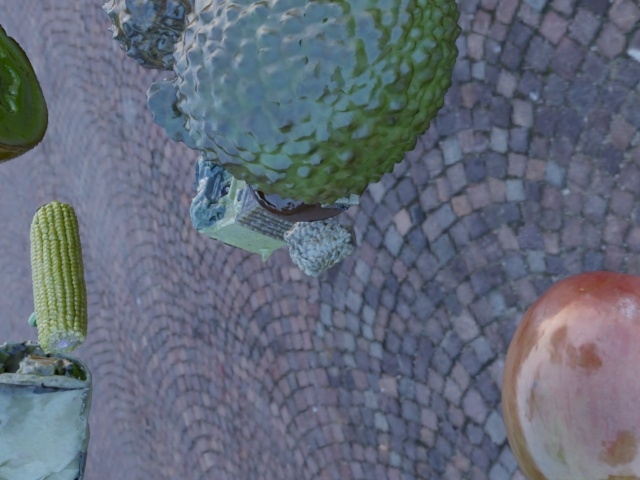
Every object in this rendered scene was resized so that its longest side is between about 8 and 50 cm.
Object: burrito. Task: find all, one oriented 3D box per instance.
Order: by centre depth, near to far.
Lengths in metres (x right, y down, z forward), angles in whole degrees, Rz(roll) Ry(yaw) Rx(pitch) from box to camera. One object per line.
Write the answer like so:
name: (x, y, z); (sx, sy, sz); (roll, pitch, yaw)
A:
burrito: (-0.481, 0.322, 1.499); (0.135, 0.190, 0.332); (-111, 29, -55)

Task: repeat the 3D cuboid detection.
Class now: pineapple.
pineapple: (-0.237, -0.409, 1.313); (0.175, 0.175, 0.361); (122, 142, -47)

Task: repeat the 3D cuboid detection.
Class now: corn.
corn: (-0.407, 0.052, 1.407); (0.081, 0.081, 0.248); (-50, 46, 51)

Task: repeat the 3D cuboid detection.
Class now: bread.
bread: (-0.471, -0.210, 1.233); (0.070, 0.236, 0.236); (-26, 76, 20)

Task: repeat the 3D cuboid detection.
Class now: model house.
model house: (-0.144, -0.142, 2.219); (0.266, 0.261, 0.321); (-15, 59, 57)

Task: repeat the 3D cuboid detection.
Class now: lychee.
lychee: (-0.015, -0.166, 0.890); (0.320, 0.270, 0.270); (-53, 55, 34)

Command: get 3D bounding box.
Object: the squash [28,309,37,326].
squash: (-0.469, 0.117, 1.550); (0.089, 0.027, 0.027); (-41, 61, 15)

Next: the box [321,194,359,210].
box: (0.026, -0.079, 1.132); (0.079, 0.035, 0.083); (161, 113, -79)

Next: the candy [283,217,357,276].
candy: (0.000, 0.000, 1.487); (0.095, 0.110, 0.085); (45, 171, 28)

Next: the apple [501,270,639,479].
apple: (0.436, 0.241, 1.325); (0.364, 0.364, 0.364); (24, 119, 52)

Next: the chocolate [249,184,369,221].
chocolate: (-0.011, -0.104, 1.283); (0.177, 0.177, 0.177); (24, 119, 52)
